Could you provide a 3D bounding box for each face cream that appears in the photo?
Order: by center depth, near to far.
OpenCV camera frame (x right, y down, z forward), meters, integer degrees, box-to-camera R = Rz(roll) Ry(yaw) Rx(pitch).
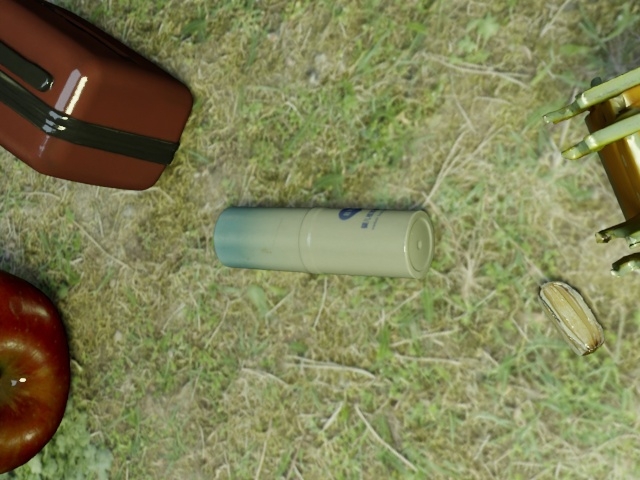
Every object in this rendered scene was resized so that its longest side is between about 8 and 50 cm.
[{"bbox_3d":[0.000,0.000,1.107,0.250,0.077,0.077,1,88,30],"label":"face cream"}]

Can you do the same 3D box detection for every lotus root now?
[{"bbox_3d":[0.250,0.076,0.980,0.037,0.030,0.083,-31,72,-7],"label":"lotus root"}]

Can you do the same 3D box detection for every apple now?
[{"bbox_3d":[-0.476,0.169,1.276,0.317,0.288,0.288,-4,85,41],"label":"apple"}]

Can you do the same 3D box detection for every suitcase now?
[{"bbox_3d":[-0.331,-0.194,1.227,0.297,0.236,0.161,35,104,27],"label":"suitcase"}]

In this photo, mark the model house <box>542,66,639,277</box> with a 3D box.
[{"bbox_3d":[0.348,-0.066,0.703,0.358,0.313,0.242,-21,91,48],"label":"model house"}]
